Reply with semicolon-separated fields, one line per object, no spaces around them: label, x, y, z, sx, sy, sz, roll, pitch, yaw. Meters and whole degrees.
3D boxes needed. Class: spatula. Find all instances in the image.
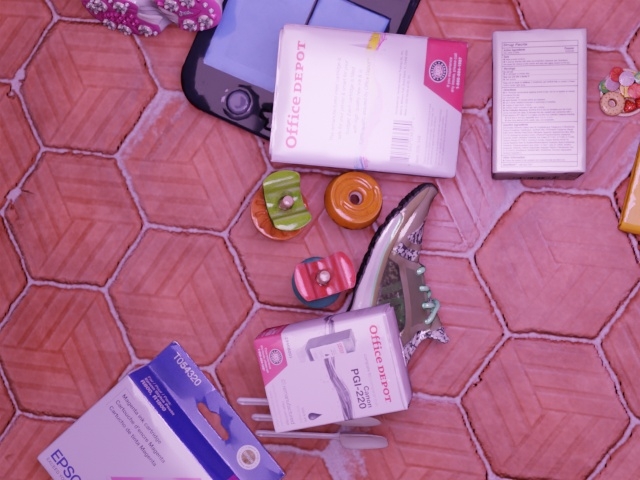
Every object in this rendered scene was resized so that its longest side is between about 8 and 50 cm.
spatula;-0.012;0.311;1.511;0.241;0.168;0.019;-2;52;13

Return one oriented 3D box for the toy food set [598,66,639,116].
toy food set;0.509;-0.250;1.479;0.083;0.020;0.083;0;89;11

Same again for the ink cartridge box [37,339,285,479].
ink cartridge box;-0.290;0.407;1.588;0.330;0.071;0.324;-43;82;8

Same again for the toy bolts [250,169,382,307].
toy bolts;0.000;0.000;1.516;0.218;0.158;0.229;-11;81;-13

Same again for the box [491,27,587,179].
box;0.356;-0.219;1.452;0.148;0.127;0.233;1;89;11

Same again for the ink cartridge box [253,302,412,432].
ink cartridge box;0.022;0.200;1.387;0.217;0.092;0.159;-13;93;10

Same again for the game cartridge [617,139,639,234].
game cartridge;0.679;-0.115;1.431;0.323;0.052;0.286;14;92;11

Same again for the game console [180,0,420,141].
game console;-0.037;-0.363;1.561;0.341;0.060;0.387;25;94;10

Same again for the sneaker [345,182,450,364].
sneaker;0.142;0.105;1.491;0.182;0.158;0.411;20;99;0

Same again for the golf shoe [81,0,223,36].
golf shoe;-0.289;-0.446;1.578;0.306;0.115;0.140;6;67;28

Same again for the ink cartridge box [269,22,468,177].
ink cartridge box;0.077;-0.228;1.468;0.306;0.131;0.226;6;94;-1
